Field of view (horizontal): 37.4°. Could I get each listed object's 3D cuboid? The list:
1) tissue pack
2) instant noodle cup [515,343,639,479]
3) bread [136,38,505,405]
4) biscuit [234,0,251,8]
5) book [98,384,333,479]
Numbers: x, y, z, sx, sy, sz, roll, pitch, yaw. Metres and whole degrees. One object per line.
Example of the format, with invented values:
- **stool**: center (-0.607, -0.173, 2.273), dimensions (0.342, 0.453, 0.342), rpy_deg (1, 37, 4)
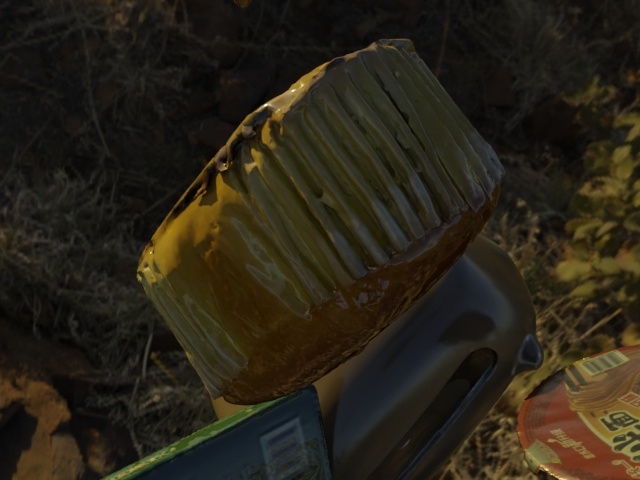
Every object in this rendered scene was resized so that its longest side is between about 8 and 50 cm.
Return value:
- **tissue pack**: center (0.068, 0.140, 1.141), dimensions (0.267, 0.387, 0.277), rpy_deg (26, 15, -45)
- **instant noodle cup**: center (0.330, 0.198, 0.910), dimensions (0.274, 0.274, 0.090), rpy_deg (-27, 112, -30)
- **bread**: center (0.000, 0.000, 0.456), dimensions (0.114, 0.190, 0.132), rpy_deg (54, 45, 1)
- **biscuit**: center (-0.067, -0.278, 0.594), dimensions (0.016, 0.139, 0.231), rpy_deg (-10, 69, -22)
- **book**: center (-0.137, 0.324, 0.934), dimensions (0.371, 0.043, 0.260), rpy_deg (-22, 112, -31)
